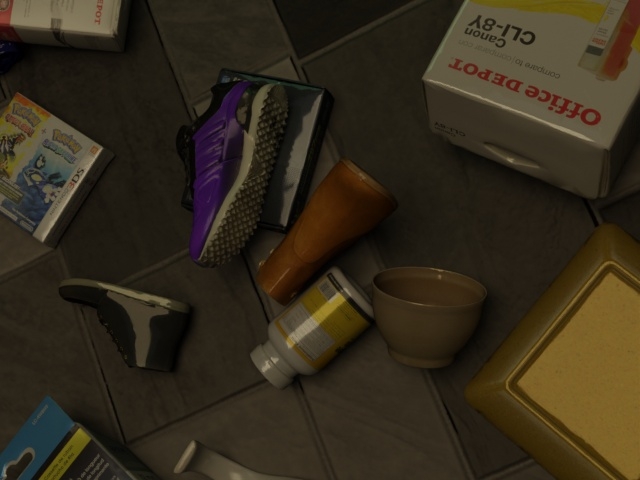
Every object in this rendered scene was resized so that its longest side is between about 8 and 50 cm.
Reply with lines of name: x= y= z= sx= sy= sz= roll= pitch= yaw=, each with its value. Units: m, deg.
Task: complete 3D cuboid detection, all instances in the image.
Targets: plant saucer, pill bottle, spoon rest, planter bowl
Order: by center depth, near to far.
plant saucer: x=0.410 y=0.186 z=1.638 sx=0.333 sy=0.081 sz=0.333 roll=40 pitch=91 yaw=21
planter bowl: x=0.147 y=0.114 z=1.708 sx=0.162 sy=0.162 sz=0.109 roll=12 pitch=108 yaw=20
spoon rest: x=-0.078 y=0.382 z=1.762 sx=0.276 sy=0.084 sz=0.137 roll=33 pitch=91 yaw=8
pill bottle: x=-0.011 y=0.131 z=1.771 sx=0.184 sy=0.103 sz=0.103 roll=-42 pitch=69 yaw=6

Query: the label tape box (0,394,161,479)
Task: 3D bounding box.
label tape box: x=-0.346 y=0.437 z=1.808 sx=0.347 sy=0.115 sz=0.249 roll=38 pitch=91 yaw=24

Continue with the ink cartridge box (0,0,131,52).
ink cartridge box: x=-0.425 y=-0.405 z=1.999 sx=0.217 sy=0.092 sz=0.159 roll=6 pitch=80 yaw=4

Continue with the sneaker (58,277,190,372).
sneaker: x=-0.319 y=0.130 z=1.879 sx=0.222 sy=0.083 sz=0.118 roll=11 pitch=82 yaw=18

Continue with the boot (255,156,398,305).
boot: x=-0.001 y=-0.001 z=1.703 sx=0.104 sy=0.295 sz=0.211 roll=42 pitch=84 yaw=2

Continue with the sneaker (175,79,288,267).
sneaker: x=-0.157 y=-0.105 z=1.815 sx=0.146 sy=0.102 sz=0.293 roll=15 pitch=80 yaw=23

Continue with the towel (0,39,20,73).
towel: x=-0.659 y=-0.394 z=2.114 sx=0.227 sy=0.076 sz=0.308 roll=-24 pitch=71 yaw=4

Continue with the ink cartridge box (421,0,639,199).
ink cartridge box: x=0.349 y=-0.290 z=1.678 sx=0.279 sy=0.160 sz=0.385 roll=24 pitch=74 yaw=20

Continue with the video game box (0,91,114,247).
video game box: x=-0.470 y=-0.117 z=2.002 sx=0.205 sy=0.048 sz=0.187 roll=32 pitch=87 yaw=21

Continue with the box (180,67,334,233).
box: x=-0.097 y=-0.139 z=1.880 sx=0.183 sy=0.059 sz=0.233 roll=14 pitch=83 yaw=19
